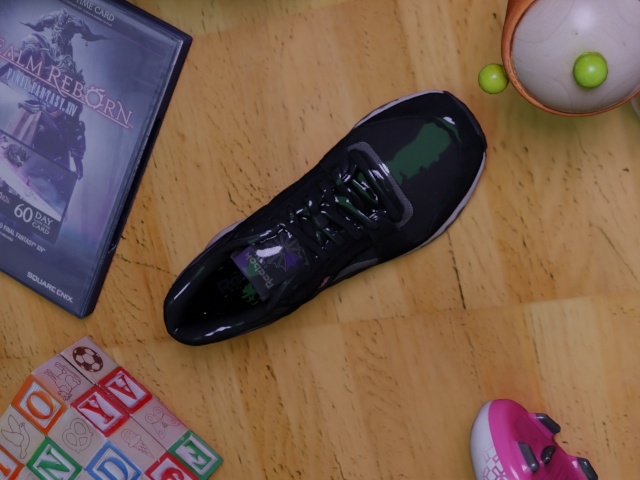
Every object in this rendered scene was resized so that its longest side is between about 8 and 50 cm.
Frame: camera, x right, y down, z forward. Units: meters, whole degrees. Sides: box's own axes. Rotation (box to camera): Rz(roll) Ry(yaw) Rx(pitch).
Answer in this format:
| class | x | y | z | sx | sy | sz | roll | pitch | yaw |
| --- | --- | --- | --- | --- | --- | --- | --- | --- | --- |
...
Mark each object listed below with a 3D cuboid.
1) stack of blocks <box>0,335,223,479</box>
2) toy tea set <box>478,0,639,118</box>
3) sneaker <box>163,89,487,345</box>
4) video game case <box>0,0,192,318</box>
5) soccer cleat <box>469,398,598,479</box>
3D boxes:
| class | x | y | z | sx | sy | sz | roll | pitch | yaw |
| --- | --- | --- | --- | --- | --- | --- | --- | --- | --- |
| stack of blocks | -0.244 | 0.254 | 1.057 | 0.171 | 0.087 | 0.297 | 40 | 117 | 5 |
| toy tea set | 0.238 | -0.179 | 0.653 | 0.200 | 0.124 | 0.336 | 20 | 125 | -10 |
| sneaker | 0.000 | 0.000 | 0.855 | 0.283 | 0.124 | 0.107 | -37 | 92 | 27 |
| video game case | -0.238 | -0.092 | 0.976 | 0.196 | 0.026 | 0.274 | 29 | 116 | 10 |
| soccer cleat | 0.179 | 0.282 | 0.882 | 0.143 | 0.116 | 0.331 | -30 | 95 | 27 |
